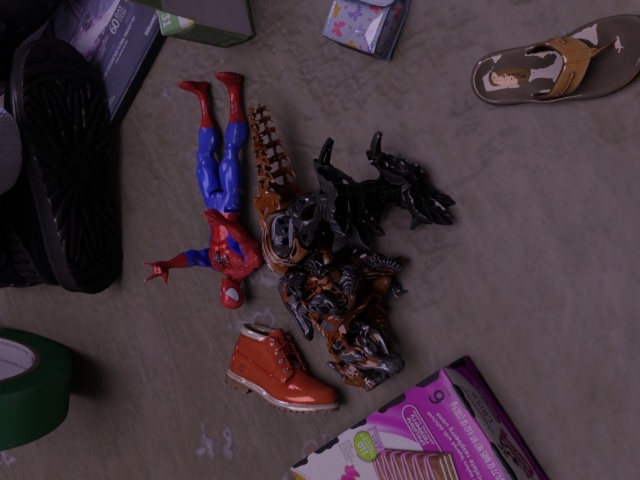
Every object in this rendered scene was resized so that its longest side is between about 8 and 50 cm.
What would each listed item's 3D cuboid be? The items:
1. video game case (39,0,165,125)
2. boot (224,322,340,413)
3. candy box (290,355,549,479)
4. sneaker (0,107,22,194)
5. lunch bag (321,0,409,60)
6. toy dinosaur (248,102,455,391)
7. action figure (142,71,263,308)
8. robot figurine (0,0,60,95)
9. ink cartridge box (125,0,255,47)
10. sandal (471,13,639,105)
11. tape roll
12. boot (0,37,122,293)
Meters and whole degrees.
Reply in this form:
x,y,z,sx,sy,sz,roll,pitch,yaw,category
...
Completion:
x,y,z,sx,sy,sz,roll,pitch,yaw,category
-0.316,-0.314,1.167,0.274,0.026,0.196,44,115,21,video game case
-0.041,0.150,1.018,0.158,0.059,0.084,17,98,31,boot
0.099,0.251,0.928,0.233,0.071,0.159,-40,74,29,candy box
-0.464,-0.078,1.058,0.153,0.101,0.268,37,124,11,sneaker
0.050,-0.244,0.928,0.071,0.053,0.083,27,99,26,lunch bag
0.000,0.000,0.932,0.322,0.164,0.218,47,135,-3,toy dinosaur
-0.139,-0.052,1.017,0.092,0.139,0.280,-6,93,34,action figure
-0.444,-0.305,1.136,0.174,0.209,0.278,39,114,0,robot figurine
-0.168,-0.312,0.949,0.056,0.235,0.171,-12,88,30,ink cartridge box
0.223,-0.166,0.827,0.180,0.049,0.072,-7,91,32,sandal
-0.496,0.189,1.147,0.321,0.321,0.077,12,102,31,tape roll
-0.416,-0.088,1.168,0.260,0.131,0.347,4,105,32,boot
